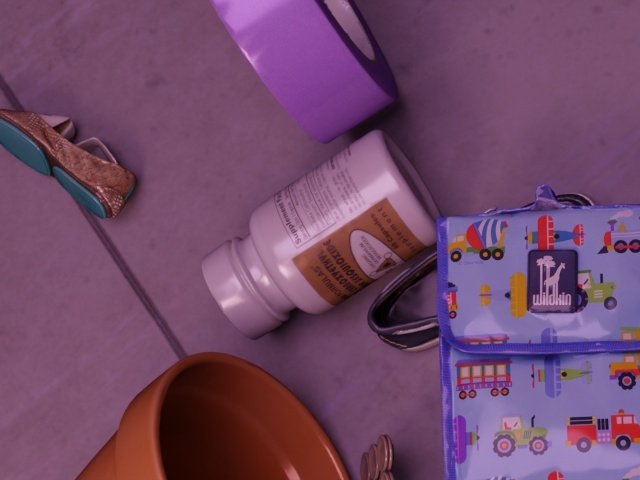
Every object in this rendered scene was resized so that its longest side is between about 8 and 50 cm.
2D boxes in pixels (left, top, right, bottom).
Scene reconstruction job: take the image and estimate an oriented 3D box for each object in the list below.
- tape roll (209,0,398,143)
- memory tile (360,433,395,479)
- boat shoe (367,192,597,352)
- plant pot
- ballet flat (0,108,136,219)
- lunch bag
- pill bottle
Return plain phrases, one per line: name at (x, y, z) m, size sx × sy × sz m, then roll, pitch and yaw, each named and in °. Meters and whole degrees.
tape roll at (-0.031, -0.236, 1.871) m, size 0.090 × 0.275 × 0.275 m, roll -33°, pitch 68°, yaw 12°
memory tile at (0.060, 0.270, 1.809) m, size 0.012 × 0.113 × 0.148 m, roll 0°, pitch 69°, yaw -12°
boat shoe at (0.161, 0.027, 1.843) m, size 0.254 × 0.079 × 0.095 m, roll -26°, pitch 71°, yaw 14°
plant pot at (-0.124, 0.281, 1.803) m, size 0.203 × 0.291 × 0.291 m, roll -34°, pitch 67°, yaw 29°
ballet flat at (-0.284, -0.097, 2.059) m, size 0.206 × 0.073 × 0.067 m, roll 37°, pitch 65°, yaw 21°
lunch bag at (0.227, 0.093, 1.748) m, size 0.221 × 0.138 × 0.293 m, roll -4°, pitch 81°, yaw 11°
pill bottle at (0.000, 0.000, 1.883) m, size 0.229 × 0.131 × 0.131 m, roll -33°, pitch 68°, yaw 11°
